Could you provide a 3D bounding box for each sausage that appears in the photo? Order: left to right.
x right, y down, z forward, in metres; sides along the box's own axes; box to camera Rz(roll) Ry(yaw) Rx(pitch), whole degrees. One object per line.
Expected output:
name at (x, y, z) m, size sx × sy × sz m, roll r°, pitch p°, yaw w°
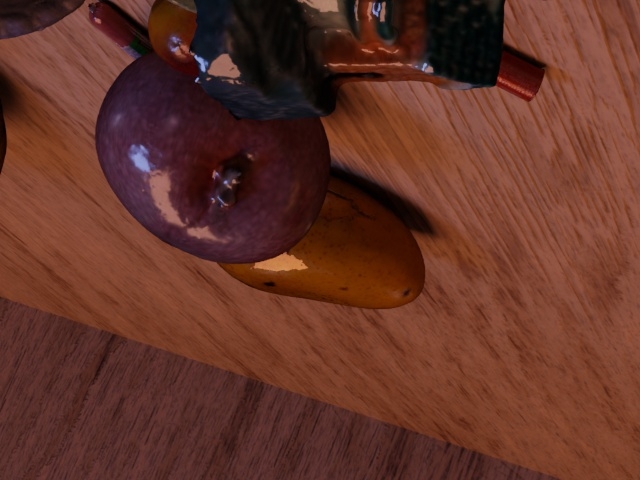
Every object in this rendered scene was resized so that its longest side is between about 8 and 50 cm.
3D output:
sausage at (-0.187, -0.204, 2.069) m, size 0.029 × 0.029 × 0.223 m, roll 10°, pitch 162°, yaw 39°
sausage at (0.141, -0.169, 1.696) m, size 0.129 × 0.034 × 0.034 m, roll 25°, pitch 166°, yaw -12°

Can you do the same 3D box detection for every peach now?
peach at (-0.123, -0.205, 1.824) m, size 0.100 × 0.101 × 0.101 m, roll 21°, pitch 166°, yaw 6°

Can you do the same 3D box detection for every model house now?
model house at (0.064, -0.213, 1.302) m, size 0.291 × 0.253 × 0.184 m, roll 3°, pitch 176°, yaw 9°

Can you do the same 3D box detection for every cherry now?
cherry at (-0.119, -0.097, 1.992) m, size 0.261 × 0.221 × 0.307 m, roll 36°, pitch 173°, yaw -24°

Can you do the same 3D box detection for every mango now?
mango at (0.000, 0.000, 2.291) m, size 0.290 × 0.160 × 0.191 m, roll 21°, pitch 158°, yaw -10°

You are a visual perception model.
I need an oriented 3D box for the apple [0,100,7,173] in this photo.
apple at (-0.606, -0.123, 2.463) m, size 0.374 × 0.374 × 0.384 m, roll 21°, pitch 136°, yaw 6°

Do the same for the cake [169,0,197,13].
cake at (-0.147, -0.266, 1.510) m, size 0.158 × 0.172 × 0.283 m, roll 31°, pitch 165°, yaw -23°

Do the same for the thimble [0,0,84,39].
thimble at (-0.323, -0.281, 1.676) m, size 0.236 × 0.205 × 0.172 m, roll -2°, pitch -176°, yaw -29°
